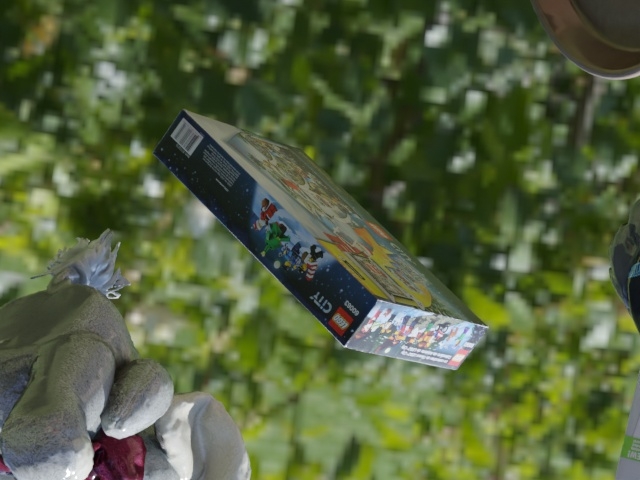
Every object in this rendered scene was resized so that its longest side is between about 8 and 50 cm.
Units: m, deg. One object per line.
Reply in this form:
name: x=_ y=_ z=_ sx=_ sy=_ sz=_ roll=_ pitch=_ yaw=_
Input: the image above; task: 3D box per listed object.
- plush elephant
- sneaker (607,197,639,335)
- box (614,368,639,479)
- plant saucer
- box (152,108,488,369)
plush elephant: x=-0.215 y=0.181 z=1.698 sx=0.272 sy=0.255 sz=0.330 roll=-8 pitch=-152 yaw=27
sneaker: x=0.301 y=-0.047 z=1.209 sx=0.125 sy=0.139 sz=0.341 roll=12 pitch=125 yaw=-18
box: x=0.343 y=0.154 z=1.726 sx=0.145 sy=0.186 sz=0.038 roll=13 pitch=179 yaw=29
plant saucer: x=0.267 y=-0.285 z=1.782 sx=0.041 sy=0.278 sz=0.278 roll=-11 pitch=179 yaw=-28
box: x=0.000 y=0.000 z=1.466 sx=0.233 sy=0.044 sz=0.159 roll=45 pitch=-165 yaw=32
